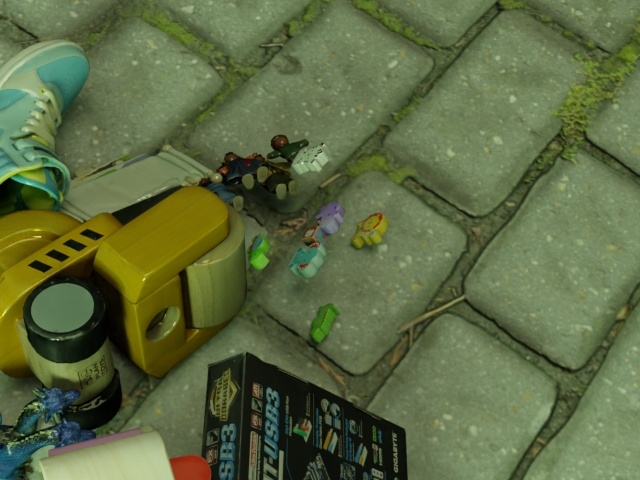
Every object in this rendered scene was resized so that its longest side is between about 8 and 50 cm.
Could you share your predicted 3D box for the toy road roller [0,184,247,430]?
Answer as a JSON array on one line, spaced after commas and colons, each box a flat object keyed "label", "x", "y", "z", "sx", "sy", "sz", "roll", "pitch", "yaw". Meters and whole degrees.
[{"label": "toy road roller", "x": -0.272, "y": 0.046, "z": 1.429, "sx": 0.329, "sy": 0.203, "sz": 0.240, "roll": -35, "pitch": 59, "yaw": -27}]

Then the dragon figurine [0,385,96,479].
[{"label": "dragon figurine", "x": -0.404, "y": 0.229, "z": 1.309, "sx": 0.289, "sy": 0.144, "sz": 0.085, "roll": -4, "pitch": 58, "yaw": -14}]

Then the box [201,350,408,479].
[{"label": "box", "x": -0.012, "y": 0.309, "z": 1.286, "sx": 0.293, "sy": 0.073, "sz": 0.296, "roll": 29, "pitch": 48, "yaw": -39}]

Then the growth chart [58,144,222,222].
[{"label": "growth chart", "x": -0.274, "y": -0.075, "z": 1.566, "sx": 0.237, "sy": 0.021, "sz": 0.172, "roll": -23, "pitch": 33, "yaw": -23}]

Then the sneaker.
[{"label": "sneaker", "x": -0.374, "y": -0.130, "z": 1.528, "sx": 0.208, "sy": 0.127, "sz": 0.319, "roll": 23, "pitch": 62, "yaw": 32}]

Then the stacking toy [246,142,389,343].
[{"label": "stacking toy", "x": 0.000, "y": 0.000, "z": 1.538, "sx": 0.167, "sy": 0.052, "sz": 0.221, "roll": 50, "pitch": 50, "yaw": -30}]

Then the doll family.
[{"label": "doll family", "x": -0.099, "y": -0.093, "z": 1.608, "sx": 0.193, "sy": 0.076, "sz": 0.111, "roll": -15, "pitch": 33, "yaw": -27}]

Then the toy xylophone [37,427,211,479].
[{"label": "toy xylophone", "x": -0.198, "y": 0.316, "z": 1.040, "sx": 0.236, "sy": 0.081, "sz": 0.323, "roll": -4, "pitch": 58, "yaw": -14}]
